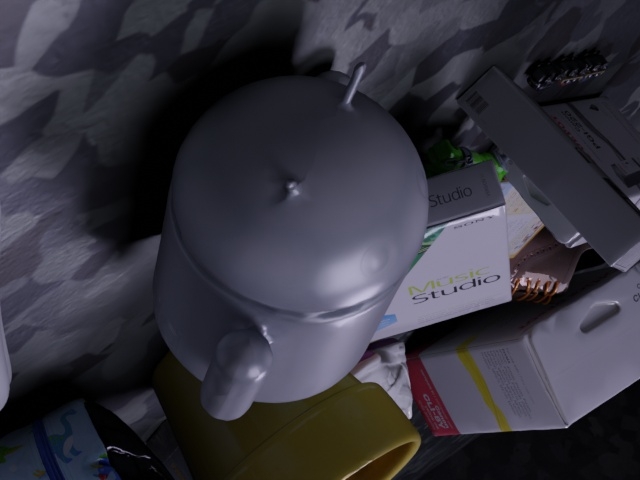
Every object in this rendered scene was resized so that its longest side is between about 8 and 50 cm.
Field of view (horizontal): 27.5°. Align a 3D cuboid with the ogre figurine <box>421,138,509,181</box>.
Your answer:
[{"bbox_3d":[0.137,-0.052,1.460,0.118,0.097,0.197,-8,134,-27],"label":"ogre figurine"}]

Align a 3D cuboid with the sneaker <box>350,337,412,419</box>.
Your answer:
[{"bbox_3d":[0.064,0.227,1.855,0.114,0.152,0.305,-16,177,26],"label":"sneaker"}]

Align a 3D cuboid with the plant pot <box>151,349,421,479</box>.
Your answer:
[{"bbox_3d":[-0.057,0.205,1.455,0.254,0.239,0.254,-35,163,-13],"label":"plant pot"}]

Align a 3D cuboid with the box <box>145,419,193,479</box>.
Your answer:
[{"bbox_3d":[-0.088,0.290,1.701,0.231,0.183,0.056,-15,150,-53],"label":"box"}]

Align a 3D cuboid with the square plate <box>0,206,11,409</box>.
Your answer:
[{"bbox_3d":[-0.376,0.139,0.971,0.344,0.049,0.347,-30,161,-25],"label":"square plate"}]

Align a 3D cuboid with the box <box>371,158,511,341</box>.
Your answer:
[{"bbox_3d":[0.087,0.028,1.405,0.232,0.058,0.322,-17,158,4],"label":"box"}]

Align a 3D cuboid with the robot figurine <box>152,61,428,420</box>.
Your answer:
[{"bbox_3d":[-0.030,0.004,1.068,0.353,0.200,0.300,112,-6,-57],"label":"robot figurine"}]

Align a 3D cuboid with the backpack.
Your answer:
[{"bbox_3d":[-0.232,0.317,1.352,0.273,0.290,0.355,-16,149,-18],"label":"backpack"}]

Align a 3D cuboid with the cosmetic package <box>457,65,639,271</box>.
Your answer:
[{"bbox_3d":[0.252,-0.075,1.374,0.060,0.239,0.099,-44,162,10],"label":"cosmetic package"}]

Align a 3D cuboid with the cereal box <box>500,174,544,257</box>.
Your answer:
[{"bbox_3d":[0.229,-0.037,1.705,0.240,0.047,0.173,-4,144,-50],"label":"cereal box"}]

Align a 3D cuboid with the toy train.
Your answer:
[{"bbox_3d":[0.284,-0.192,1.500,0.158,0.027,0.036,-18,157,-48],"label":"toy train"}]

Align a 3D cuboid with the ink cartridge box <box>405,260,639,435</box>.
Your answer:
[{"bbox_3d":[0.344,0.179,2.104,0.279,0.160,0.385,-28,-177,-27],"label":"ink cartridge box"}]

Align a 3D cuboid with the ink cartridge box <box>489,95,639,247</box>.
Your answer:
[{"bbox_3d":[0.332,-0.090,1.631,0.218,0.158,0.092,-16,153,-51],"label":"ink cartridge box"}]

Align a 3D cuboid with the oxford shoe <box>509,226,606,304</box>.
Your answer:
[{"bbox_3d":[0.297,0.038,1.921,0.364,0.132,0.130,-26,159,-34],"label":"oxford shoe"}]
